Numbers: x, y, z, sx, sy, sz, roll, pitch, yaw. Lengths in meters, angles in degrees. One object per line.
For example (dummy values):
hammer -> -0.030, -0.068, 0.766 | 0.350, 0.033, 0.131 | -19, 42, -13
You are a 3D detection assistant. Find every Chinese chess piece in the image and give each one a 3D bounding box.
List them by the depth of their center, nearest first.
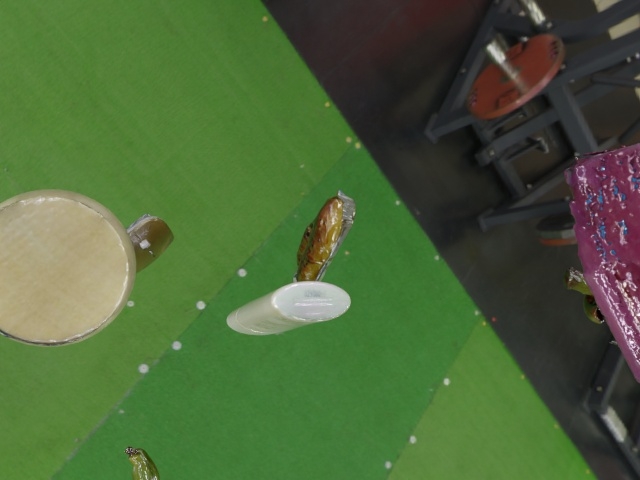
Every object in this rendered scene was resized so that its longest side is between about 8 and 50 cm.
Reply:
Chinese chess piece -> -0.422, 0.044, 0.893 | 0.249, 0.103, 0.250 | -2, 96, -18

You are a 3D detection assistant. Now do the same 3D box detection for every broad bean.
broad bean -> -0.282, 0.462, 0.902 | 0.052, 0.052, 0.257 | 0, 75, -25

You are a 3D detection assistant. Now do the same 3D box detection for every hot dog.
hot dog -> 0.000, 0.000, 1.315 | 0.081, 0.271, 0.163 | 22, 31, -10

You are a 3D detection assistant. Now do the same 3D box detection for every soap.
soap -> 0.349, 0.007, 0.579 | 0.162, 0.099, 0.250 | -46, 112, -36

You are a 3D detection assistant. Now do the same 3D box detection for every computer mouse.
computer mouse -> -0.376, 0.015, 1.209 | 0.056, 0.245, 0.126 | 45, 73, 4

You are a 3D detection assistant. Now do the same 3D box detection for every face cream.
face cream -> -0.082, 0.157, 1.248 | 0.173, 0.348, 0.081 | 2, 76, -23

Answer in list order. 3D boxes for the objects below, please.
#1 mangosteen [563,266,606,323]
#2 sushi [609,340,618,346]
mangosteen -> 0.737, 0.104, 1.239 | 0.293, 0.297, 0.297 | 18, 73, -9
sushi -> 0.526, 0.186, 0.867 | 0.126, 0.120, 0.026 | 1, 106, -37
